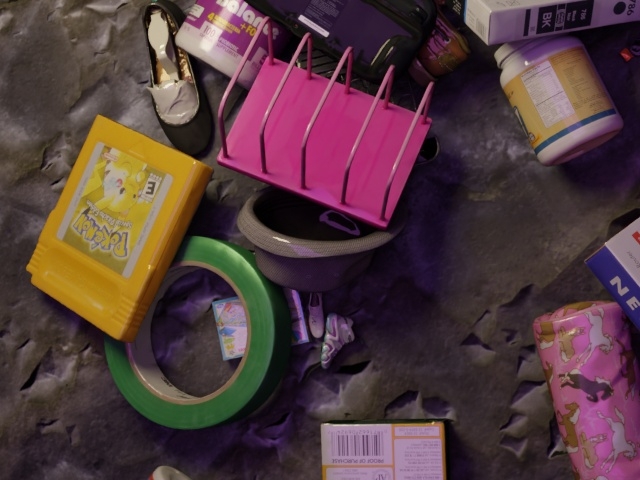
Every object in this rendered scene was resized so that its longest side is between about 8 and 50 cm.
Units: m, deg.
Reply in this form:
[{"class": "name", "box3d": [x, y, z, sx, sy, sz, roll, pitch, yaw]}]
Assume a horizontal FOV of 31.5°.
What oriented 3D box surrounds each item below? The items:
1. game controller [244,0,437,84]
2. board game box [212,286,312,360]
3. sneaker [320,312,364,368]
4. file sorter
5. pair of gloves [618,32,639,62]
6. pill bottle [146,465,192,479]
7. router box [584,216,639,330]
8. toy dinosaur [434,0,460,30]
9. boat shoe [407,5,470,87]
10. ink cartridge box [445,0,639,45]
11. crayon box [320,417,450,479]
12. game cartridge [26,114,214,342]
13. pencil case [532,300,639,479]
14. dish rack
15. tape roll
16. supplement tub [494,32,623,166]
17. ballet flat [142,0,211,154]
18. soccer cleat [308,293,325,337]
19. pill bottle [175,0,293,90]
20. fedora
[{"class": "game controller", "box3d": [0.021, -0.383, 1.784, 0.319, 0.067, 0.166, 34, 109, 4]}, {"class": "board game box", "box3d": [-0.100, 0.139, 1.933, 0.154, 0.026, 0.104, -13, 83, 11]}, {"class": "sneaker", "box3d": [0.038, 0.172, 1.896, 0.069, 0.038, 0.098, 8, 105, -2]}, {"class": "file sorter", "box3d": [0.009, -0.185, 1.733, 0.290, 0.182, 0.202, 22, 71, 7]}, {"class": "pair of gloves", "box3d": [0.535, -0.300, 1.836, 0.074, 0.010, 0.083, -43, 76, 8]}, {"class": "pill bottle", "box3d": [-0.293, 0.498, 1.900, 0.124, 0.124, 0.221, 42, 95, 12]}, {"class": "router box", "box3d": [0.615, 0.069, 1.693, 0.301, 0.082, 0.335, -33, 79, -20]}, {"class": "toy dinosaur", "box3d": [0.194, -0.403, 1.895, 0.092, 0.053, 0.183, 9, 88, 14]}, {"class": "boat shoe", "box3d": [0.140, -0.405, 1.854, 0.104, 0.110, 0.307, -32, 85, 22]}, {"class": "ink cartridge box", "box3d": [0.377, -0.386, 1.767, 0.332, 0.165, 0.065, -12, 127, -13]}, {"class": "crayon box", "box3d": [0.110, 0.454, 1.838, 0.203, 0.083, 0.323, -3, 85, 12]}, {"class": "game cartridge", "box3d": [-0.352, -0.027, 1.931, 0.285, 0.052, 0.324, 25, 89, 37]}, {"class": "pencil case", "box3d": [0.450, 0.281, 1.738, 0.167, 0.160, 0.386, -14, 82, 6]}, {"class": "dish rack", "box3d": [0.067, -0.230, 1.880, 0.208, 0.074, 0.272, -13, 80, -2]}, {"class": "tape roll", "box3d": [-0.207, 0.154, 1.902, 0.321, 0.077, 0.321, -2, 84, 23]}, {"class": "supplement tub", "box3d": [0.374, -0.234, 1.798, 0.144, 0.144, 0.200, -26, 81, 9]}, {"class": "ballet flat", "box3d": [-0.262, -0.285, 1.962, 0.095, 0.096, 0.281, -16, 83, 10]}, {"class": "soccer cleat", "box3d": [-0.008, 0.122, 1.909, 0.029, 0.035, 0.083, -1, 86, 12]}, {"class": "pill bottle", "box3d": [-0.100, -0.416, 1.899, 0.169, 0.169, 0.302, 31, 93, 12]}, {"class": "fedora", "box3d": [0.000, 0.000, 1.849, 0.275, 0.244, 0.124, -10, 123, -24]}]
